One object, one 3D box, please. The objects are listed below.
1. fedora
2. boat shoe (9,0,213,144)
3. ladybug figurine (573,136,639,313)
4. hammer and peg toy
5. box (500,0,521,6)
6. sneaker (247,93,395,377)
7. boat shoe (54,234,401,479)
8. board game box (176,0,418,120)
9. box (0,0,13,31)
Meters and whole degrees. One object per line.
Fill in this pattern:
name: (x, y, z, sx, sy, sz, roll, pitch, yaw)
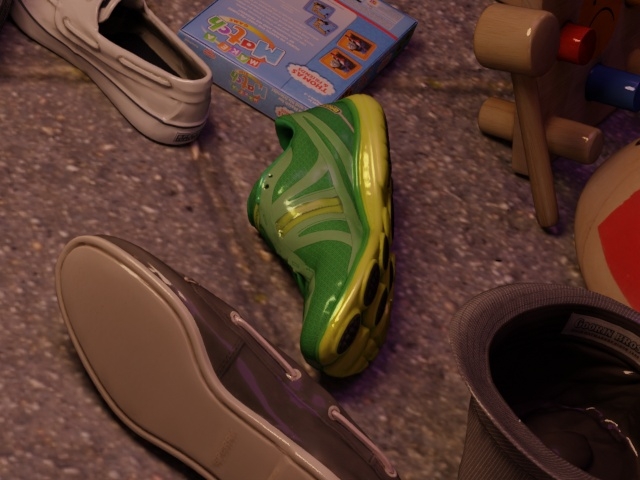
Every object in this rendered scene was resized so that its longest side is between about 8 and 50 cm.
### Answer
fedora: (0.193, 0.153, 1.496, 0.244, 0.124, 0.275, 43, 36, 18)
boat shoe: (-0.188, -0.197, 1.719, 0.258, 0.084, 0.095, 39, 43, 17)
ladybug figurine: (0.409, 0.054, 1.673, 0.305, 0.162, 0.449, -11, 52, -34)
hammer and peg toy: (0.228, -0.192, 1.799, 0.127, 0.266, 0.361, 19, 37, 29)
box: (0.193, -0.352, 2.018, 0.311, 0.148, 0.121, 27, 41, 6)
sneaker: (0.000, 0.000, 1.607, 0.123, 0.109, 0.295, -4, 46, 7)
boat shoe: (-0.067, 0.121, 1.436, 0.335, 0.112, 0.095, 45, 27, 15)
board game box: (-0.022, -0.195, 1.830, 0.160, 0.039, 0.211, 32, 41, 10)
box: (-0.381, -0.392, 1.701, 0.318, 0.097, 0.395, 18, 70, -5)
